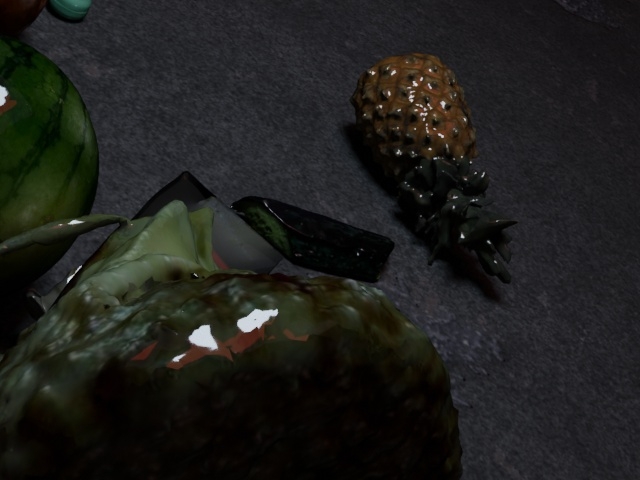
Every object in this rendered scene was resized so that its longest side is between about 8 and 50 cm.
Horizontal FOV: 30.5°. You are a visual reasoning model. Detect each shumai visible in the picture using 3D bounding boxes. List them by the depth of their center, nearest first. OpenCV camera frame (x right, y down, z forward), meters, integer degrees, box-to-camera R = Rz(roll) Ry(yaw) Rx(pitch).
[{"bbox_3d":[-0.108,0.114,0.876,0.395,0.395,0.348,7,33,-33],"label":"shumai"}]

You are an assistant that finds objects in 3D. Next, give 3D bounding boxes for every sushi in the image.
[{"bbox_3d":[-0.175,0.066,1.112,0.134,0.109,0.273,44,51,6],"label":"sushi"}]

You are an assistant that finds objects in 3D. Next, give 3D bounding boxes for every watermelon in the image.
[{"bbox_3d":[-0.314,-0.065,1.025,0.242,0.242,0.242,21,35,-16],"label":"watermelon"}]

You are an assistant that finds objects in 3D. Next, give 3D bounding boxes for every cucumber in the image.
[{"bbox_3d":[0.000,0.000,1.378,0.220,0.046,0.070,15,44,-24],"label":"cucumber"}]

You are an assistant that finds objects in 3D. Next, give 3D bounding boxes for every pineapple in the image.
[{"bbox_3d":[0.153,-0.085,1.532,0.169,0.169,0.341,5,52,-35],"label":"pineapple"}]

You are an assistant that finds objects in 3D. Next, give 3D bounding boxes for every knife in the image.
[{"bbox_3d":[-0.331,-0.371,1.606,0.063,0.035,0.260,23,31,-21],"label":"knife"}]

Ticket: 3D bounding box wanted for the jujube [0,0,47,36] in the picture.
[{"bbox_3d":[-0.455,-0.350,1.333,0.318,0.223,0.223,22,34,-2],"label":"jujube"}]
